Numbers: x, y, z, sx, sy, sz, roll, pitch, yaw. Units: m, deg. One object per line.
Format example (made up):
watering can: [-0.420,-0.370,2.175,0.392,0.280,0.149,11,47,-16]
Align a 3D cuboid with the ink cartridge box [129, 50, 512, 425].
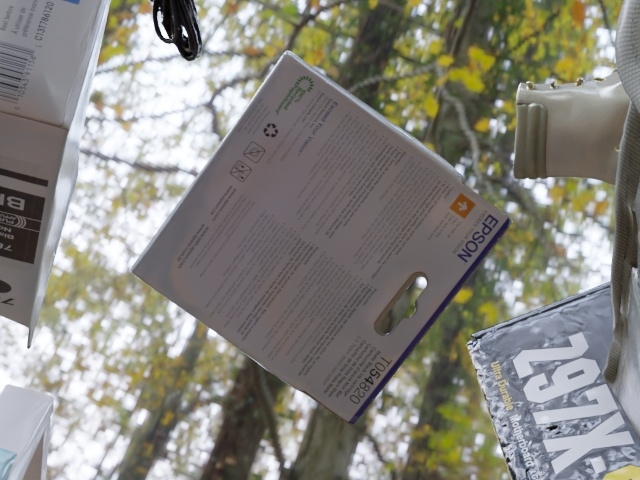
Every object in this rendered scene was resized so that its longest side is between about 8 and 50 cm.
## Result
ink cartridge box: [0.000,0.000,1.033,0.224,0.045,0.223,36,-78,-5]

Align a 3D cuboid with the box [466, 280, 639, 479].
box: [0.230,0.118,0.642,0.257,0.322,0.079,-23,-60,8]

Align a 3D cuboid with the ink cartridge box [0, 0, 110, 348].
ink cartridge box: [-0.190,-0.063,0.846,0.065,0.165,0.333,13,-30,-9]

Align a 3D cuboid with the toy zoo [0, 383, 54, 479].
toy zoo: [-0.191,0.212,0.676,0.030,0.192,0.293,15,-49,1]

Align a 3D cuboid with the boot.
boot: [0.277,-0.149,1.253,0.165,0.213,0.077,6,-21,24]

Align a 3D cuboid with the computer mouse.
computer mouse: [-0.173,-0.299,1.190,0.072,0.272,0.188,-11,-53,-15]

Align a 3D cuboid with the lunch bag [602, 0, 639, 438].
lunch bag: [0.190,0.004,0.339,0.168,0.235,0.287,-15,-48,-9]
